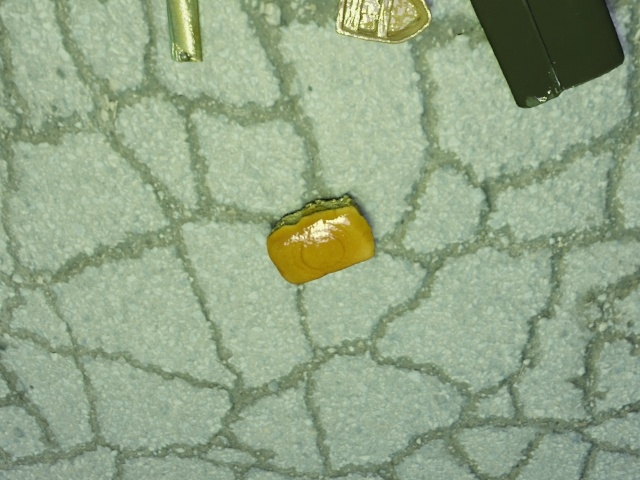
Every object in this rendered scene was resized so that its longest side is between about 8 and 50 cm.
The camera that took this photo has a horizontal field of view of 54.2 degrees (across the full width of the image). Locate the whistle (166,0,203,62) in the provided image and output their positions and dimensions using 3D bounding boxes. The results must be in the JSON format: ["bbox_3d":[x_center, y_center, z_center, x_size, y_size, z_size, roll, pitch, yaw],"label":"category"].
[{"bbox_3d":[-0.276,-0.513,1.225,0.068,0.057,0.326,2,118,3],"label":"whistle"}]

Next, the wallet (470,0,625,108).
[{"bbox_3d":[0.420,-0.461,1.206,0.228,0.062,0.406,-26,124,20],"label":"wallet"}]

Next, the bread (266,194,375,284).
[{"bbox_3d":[0.000,0.000,1.463,0.245,0.121,0.174,-20,115,8],"label":"bread"}]

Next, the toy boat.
[{"bbox_3d":[0.128,-0.459,1.251,0.188,0.061,0.116,8,116,-4],"label":"toy boat"}]
